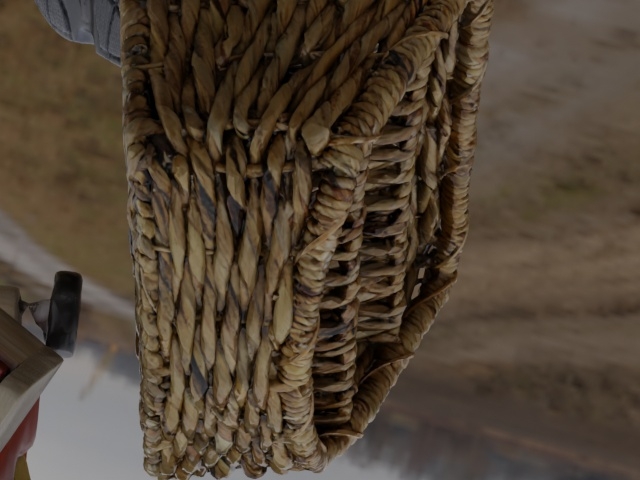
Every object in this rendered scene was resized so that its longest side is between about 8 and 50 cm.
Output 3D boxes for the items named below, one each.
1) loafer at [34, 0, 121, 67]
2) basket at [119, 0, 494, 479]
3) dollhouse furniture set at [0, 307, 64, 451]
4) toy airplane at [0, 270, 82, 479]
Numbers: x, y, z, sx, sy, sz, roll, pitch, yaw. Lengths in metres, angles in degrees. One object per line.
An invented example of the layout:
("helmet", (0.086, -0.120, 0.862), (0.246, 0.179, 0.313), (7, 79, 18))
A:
("loafer", (-0.155, -0.205, 1.441), (0.095, 0.109, 0.302), (-7, -154, -26))
("basket", (0.000, 0.000, 1.055), (0.223, 0.213, 0.299), (-2, 136, -6))
("dollhouse furniture set", (-0.195, 0.014, 0.662), (0.184, 0.129, 0.129), (39, -156, 4))
("toy airplane", (-0.241, 0.202, 1.150), (0.386, 0.272, 0.384), (26, -151, 35))
